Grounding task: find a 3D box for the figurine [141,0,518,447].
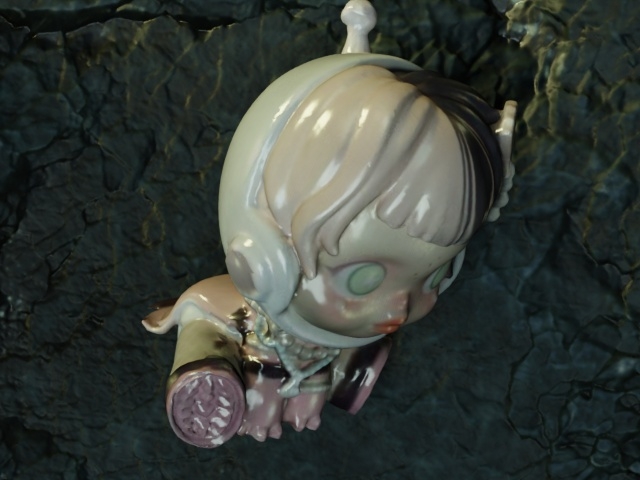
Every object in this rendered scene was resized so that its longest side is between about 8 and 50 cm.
[{"bbox_3d":[-0.005,0.002,1.285,0.211,0.253,0.361,44,122,15],"label":"figurine"}]
